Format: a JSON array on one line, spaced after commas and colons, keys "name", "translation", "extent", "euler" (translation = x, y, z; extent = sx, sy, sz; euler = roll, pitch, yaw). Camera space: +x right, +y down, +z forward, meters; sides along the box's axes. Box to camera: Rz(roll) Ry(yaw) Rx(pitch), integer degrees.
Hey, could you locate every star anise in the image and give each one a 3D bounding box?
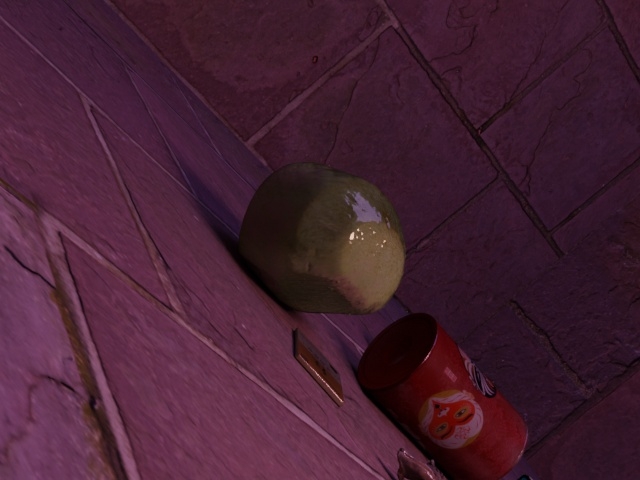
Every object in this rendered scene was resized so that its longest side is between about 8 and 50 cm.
[{"name": "star anise", "translation": [0.179, 0.417, 1.643], "extent": [0.195, 0.065, 0.182], "euler": [56, 11, 17]}]

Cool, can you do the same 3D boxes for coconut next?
[{"name": "coconut", "translation": [0.000, 0.000, 1.951], "extent": [0.328, 0.281, 0.328], "euler": [15, 5, -1]}]

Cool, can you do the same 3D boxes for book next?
[{"name": "book", "translation": [-0.004, 0.218, 1.788], "extent": [0.118, 0.012, 0.172], "euler": [48, 5, -9]}]

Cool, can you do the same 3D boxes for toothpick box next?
[{"name": "toothpick box", "translation": [0.253, 0.330, 2.108], "extent": [0.333, 0.204, 0.204], "euler": [48, 5, -23]}]

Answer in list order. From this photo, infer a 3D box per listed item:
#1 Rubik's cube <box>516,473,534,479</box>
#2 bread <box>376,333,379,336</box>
[{"name": "Rubik's cube", "translation": [0.378, 0.547, 1.835], "extent": [0.163, 0.162, 0.160], "euler": [44, 7, -41]}, {"name": "bread", "translation": [0.244, 0.312, 2.601], "extent": [0.174, 0.121, 0.245], "euler": [43, 4, 40]}]
